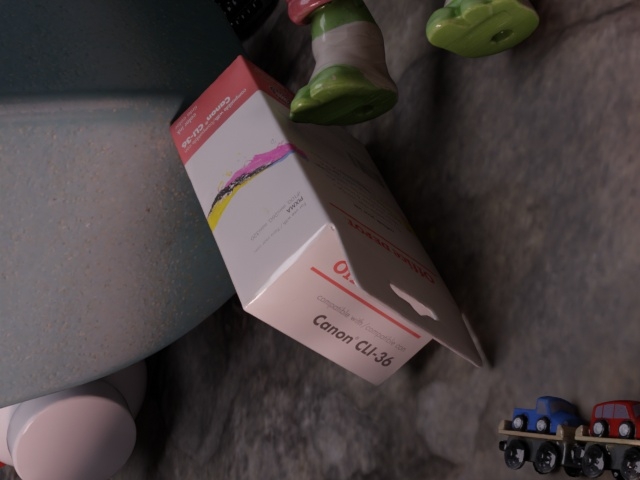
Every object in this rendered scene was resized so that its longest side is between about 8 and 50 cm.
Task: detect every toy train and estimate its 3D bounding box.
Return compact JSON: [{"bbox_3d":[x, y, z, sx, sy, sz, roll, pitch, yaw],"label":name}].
[{"bbox_3d":[0.131,0.086,0.559,0.158,0.027,0.036,-9,70,58],"label":"toy train"}]

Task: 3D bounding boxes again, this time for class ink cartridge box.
[{"bbox_3d":[0.000,0.000,0.703,0.067,0.115,0.198,-44,42,16],"label":"ink cartridge box"}]

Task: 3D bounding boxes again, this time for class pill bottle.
[{"bbox_3d":[-0.226,0.082,1.039,0.146,0.146,0.264,-66,33,22],"label":"pill bottle"}]

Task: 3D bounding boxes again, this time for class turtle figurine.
[{"bbox_3d":[-0.005,-0.213,0.674,0.275,0.198,0.266,91,162,-73],"label":"turtle figurine"}]

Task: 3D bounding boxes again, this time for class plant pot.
[{"bbox_3d":[-0.170,-0.057,0.858,0.247,0.252,0.248,-118,28,-46],"label":"plant pot"}]

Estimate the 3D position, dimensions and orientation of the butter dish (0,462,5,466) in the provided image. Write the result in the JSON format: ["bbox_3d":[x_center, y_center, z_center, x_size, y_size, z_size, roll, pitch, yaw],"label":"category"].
[{"bbox_3d":[-0.308,0.156,1.195,0.160,0.118,0.160,-29,44,3],"label":"butter dish"}]

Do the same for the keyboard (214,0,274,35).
[{"bbox_3d":[-0.114,-0.229,0.956,0.192,0.038,0.100,58,142,4],"label":"keyboard"}]
